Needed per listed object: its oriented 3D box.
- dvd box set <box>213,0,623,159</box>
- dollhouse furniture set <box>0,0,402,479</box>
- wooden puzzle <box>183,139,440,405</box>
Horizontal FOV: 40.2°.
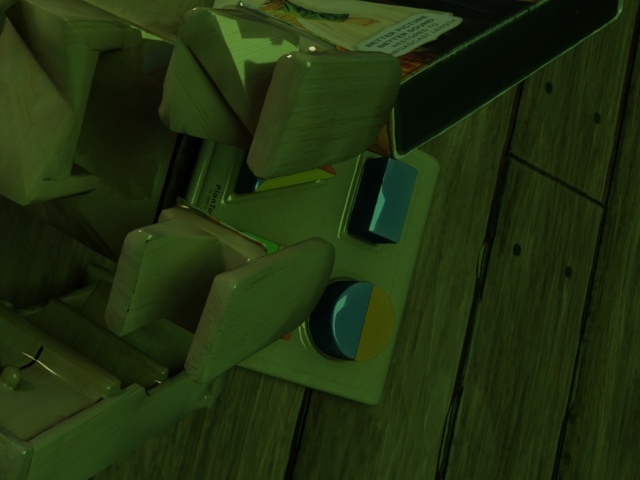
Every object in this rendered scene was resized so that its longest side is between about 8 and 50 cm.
[{"bbox_3d":[0.006,-0.214,0.787,0.307,0.420,0.062,-33,131,-32],"label":"dvd box set"},{"bbox_3d":[-0.157,-0.031,0.658,0.256,0.362,0.394,-24,137,-61],"label":"dollhouse furniture set"},{"bbox_3d":[0.000,0.000,0.993,0.347,0.080,0.322,23,76,-36],"label":"wooden puzzle"}]
